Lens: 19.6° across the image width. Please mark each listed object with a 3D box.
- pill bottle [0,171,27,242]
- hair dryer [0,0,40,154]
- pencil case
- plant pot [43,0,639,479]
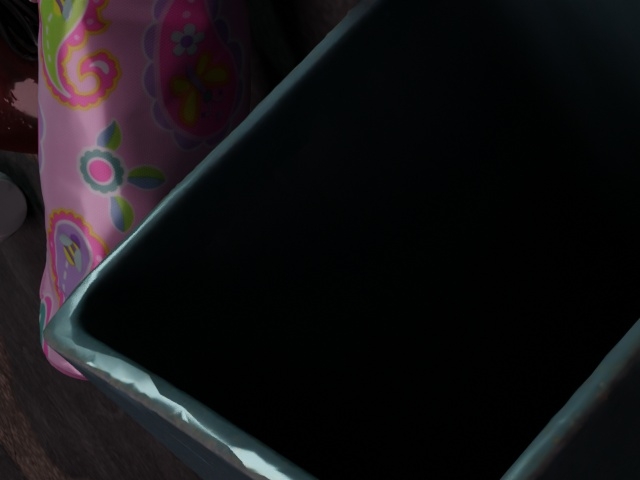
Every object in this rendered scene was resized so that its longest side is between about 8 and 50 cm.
[{"bbox_3d":[-0.288,-0.028,1.565,0.116,0.065,0.065,2,120,63],"label":"pill bottle"},{"bbox_3d":[-0.190,-0.134,1.134,0.223,0.080,0.293,30,148,-11],"label":"hair dryer"},{"bbox_3d":[-0.097,-0.068,0.982,0.124,0.124,0.284,31,129,48],"label":"pencil case"},{"bbox_3d":[0.108,0.058,0.666,0.247,0.248,0.252,23,156,54],"label":"plant pot"}]
